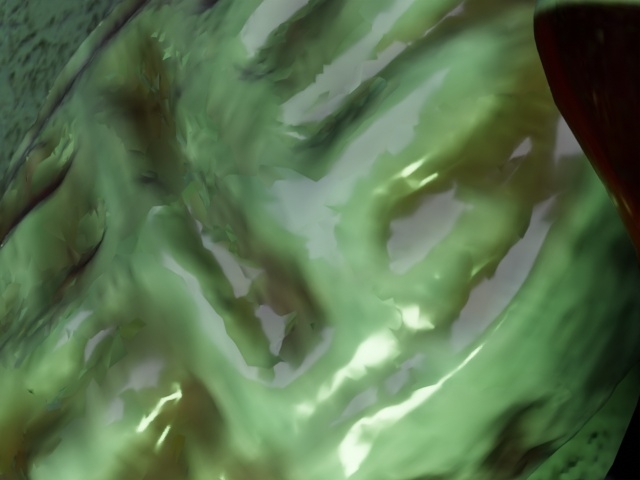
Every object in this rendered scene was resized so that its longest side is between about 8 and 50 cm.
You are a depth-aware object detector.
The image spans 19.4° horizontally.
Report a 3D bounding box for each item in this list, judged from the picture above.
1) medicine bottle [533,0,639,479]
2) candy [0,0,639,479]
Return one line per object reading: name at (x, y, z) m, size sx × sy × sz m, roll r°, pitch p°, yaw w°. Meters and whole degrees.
medicine bottle at (0.155, 0.010, 0.400) m, size 0.242 × 0.242 × 0.395 m, roll 10°, pitch 86°, yaw 52°
candy at (0.000, 0.000, 0.637) m, size 0.289 × 0.157 × 0.214 m, roll -43°, pitch 56°, yaw 15°
